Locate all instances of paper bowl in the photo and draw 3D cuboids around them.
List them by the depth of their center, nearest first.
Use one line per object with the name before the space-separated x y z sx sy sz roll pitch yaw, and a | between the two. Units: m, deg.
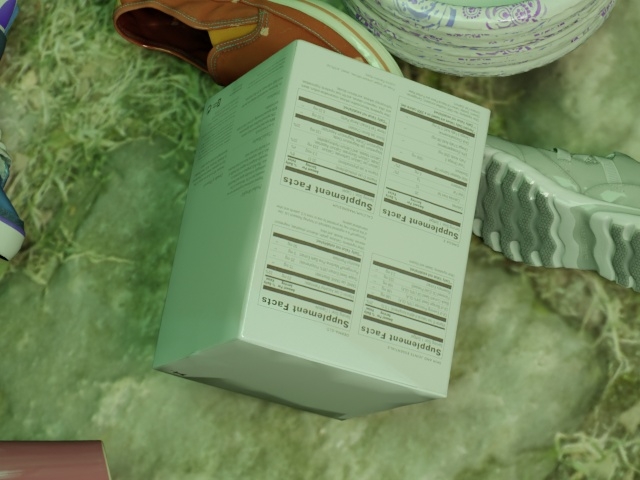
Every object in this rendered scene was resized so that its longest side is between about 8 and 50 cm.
paper bowl | 0.149 -0.281 1.616 0.284 0.148 0.284 -2 63 4

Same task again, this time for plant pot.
plant pot | -0.268 0.258 1.512 0.180 0.201 0.201 -11 69 -9

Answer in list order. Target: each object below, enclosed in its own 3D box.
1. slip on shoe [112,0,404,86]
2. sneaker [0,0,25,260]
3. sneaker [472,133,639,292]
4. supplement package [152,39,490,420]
slip on shoe | -0.061 -0.185 1.648 0.331 0.123 0.101 25 68 24
sneaker | -0.354 -0.155 1.691 0.323 0.130 0.236 37 86 25
sneaker | 0.242 -0.033 1.572 0.281 0.105 0.115 24 44 22
supplement package | 0.000 0.000 1.497 0.198 0.199 0.262 17 72 -23
